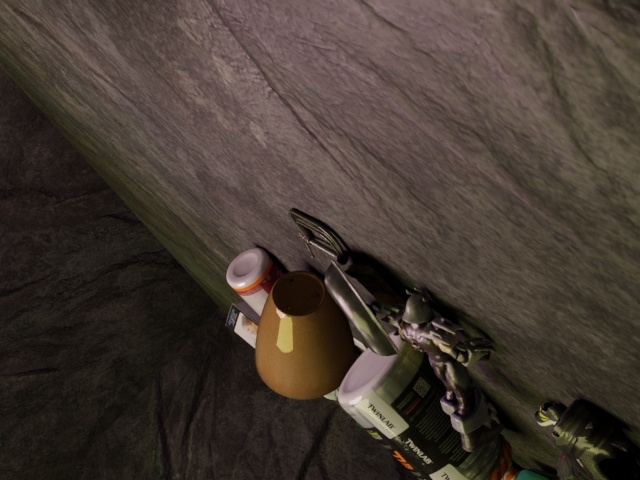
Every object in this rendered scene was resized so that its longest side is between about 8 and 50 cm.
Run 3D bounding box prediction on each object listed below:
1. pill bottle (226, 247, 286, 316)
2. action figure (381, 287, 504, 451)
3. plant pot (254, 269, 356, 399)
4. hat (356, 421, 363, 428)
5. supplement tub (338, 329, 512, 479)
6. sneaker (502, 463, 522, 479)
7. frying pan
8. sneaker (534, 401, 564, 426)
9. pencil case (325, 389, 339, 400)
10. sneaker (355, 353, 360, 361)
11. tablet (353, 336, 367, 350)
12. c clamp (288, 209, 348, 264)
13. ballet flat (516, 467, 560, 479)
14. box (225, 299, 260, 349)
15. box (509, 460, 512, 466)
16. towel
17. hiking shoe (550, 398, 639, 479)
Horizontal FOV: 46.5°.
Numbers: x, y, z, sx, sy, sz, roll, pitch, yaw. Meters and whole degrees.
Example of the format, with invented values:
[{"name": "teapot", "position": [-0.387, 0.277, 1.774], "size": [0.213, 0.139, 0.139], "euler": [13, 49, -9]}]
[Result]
[{"name": "pill bottle", "position": [-0.127, 0.128, 1.867], "size": [0.121, 0.121, 0.221], "euler": [26, 160, 51]}, {"name": "action figure", "position": [0.197, 0.186, 1.169], "size": [0.285, 0.099, 0.185], "euler": [63, 166, -24]}, {"name": "plant pot", "position": [-0.042, 0.186, 1.642], "size": [0.237, 0.237, 0.254], "euler": [35, 152, 27]}, {"name": "hat", "position": [0.150, 0.384, 1.977], "size": [0.184, 0.208, 0.173], "euler": [-106, 32, -44]}, {"name": "supplement tub", "position": [0.203, 0.339, 1.421], "size": [0.316, 0.193, 0.193], "euler": [44, 167, -8]}, {"name": "sneaker", "position": [0.470, 0.578, 1.717], "size": [0.161, 0.057, 0.075], "euler": [53, 169, -31]}, {"name": "frying pan", "position": [0.058, 0.108, 1.314], "size": [0.197, 0.053, 0.326], "euler": [55, 178, -13]}, {"name": "sneaker", "position": [0.344, 0.257, 1.118], "size": [0.035, 0.031, 0.083], "euler": [55, 163, 3]}, {"name": "pencil case", "position": [0.037, 0.449, 2.445], "size": [0.124, 0.113, 0.273], "euler": [61, 174, 17]}, {"name": "sneaker", "position": [0.001, 0.270, 2.053], "size": [0.262, 0.099, 0.121], "euler": [28, 155, 24]}, {"name": "tablet", "position": [0.093, 0.262, 1.915], "size": [0.083, 0.006, 0.054], "euler": [29, 162, 46]}, {"name": "c clamp", "position": [0.000, 0.000, 1.311], "size": [0.160, 0.022, 0.137], "euler": [27, 155, 54]}, {"name": "ballet flat", "position": [0.472, 0.492, 1.425], "size": [0.087, 0.083, 0.247], "euler": [20, 172, -13]}, {"name": "box", "position": [-0.122, 0.278, 2.223], "size": [0.290, 0.169, 0.087], "euler": [35, 121, 27]}, {"name": "box", "position": [0.301, 0.466, 1.645], "size": [0.127, 0.148, 0.232], "euler": [29, 161, 48]}, {"name": "towel", "position": [0.143, 0.128, 1.296], "size": [0.237, 0.021, 0.102], "euler": [45, 168, -13]}, {"name": "hiking shoe", "position": [0.393, 0.318, 1.033], "size": [0.114, 0.086, 0.227], "euler": [33, 164, 46]}]
